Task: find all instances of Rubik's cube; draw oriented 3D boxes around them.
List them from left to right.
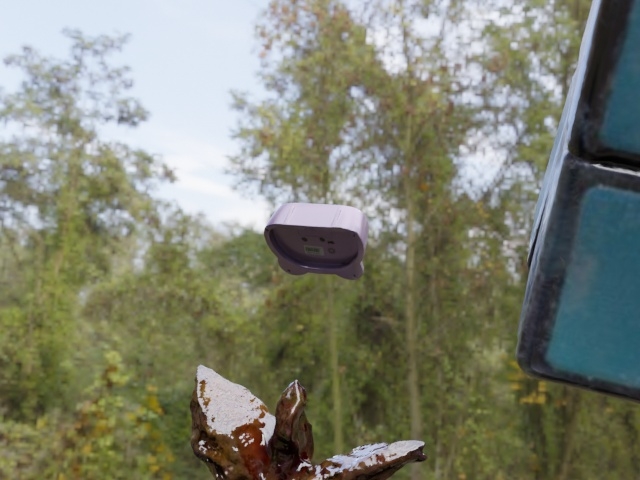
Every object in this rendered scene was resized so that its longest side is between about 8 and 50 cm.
[{"bbox_3d":[0.322,-0.066,0.635,0.316,0.318,0.313,13,24,13],"label":"Rubik's cube"}]

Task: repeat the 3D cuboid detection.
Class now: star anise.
[{"bbox_3d":[-0.043,0.155,0.498,0.158,0.141,0.144,22,29,31],"label":"star anise"}]

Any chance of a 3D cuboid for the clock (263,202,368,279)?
[{"bbox_3d":[0.000,0.000,1.373,0.152,0.050,0.110,4,-45,20],"label":"clock"}]
